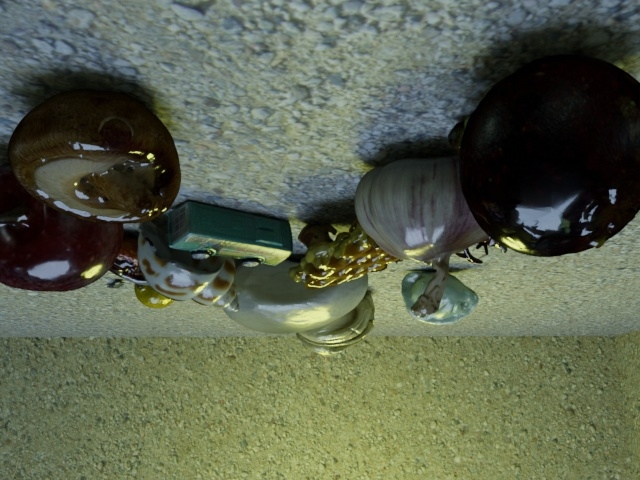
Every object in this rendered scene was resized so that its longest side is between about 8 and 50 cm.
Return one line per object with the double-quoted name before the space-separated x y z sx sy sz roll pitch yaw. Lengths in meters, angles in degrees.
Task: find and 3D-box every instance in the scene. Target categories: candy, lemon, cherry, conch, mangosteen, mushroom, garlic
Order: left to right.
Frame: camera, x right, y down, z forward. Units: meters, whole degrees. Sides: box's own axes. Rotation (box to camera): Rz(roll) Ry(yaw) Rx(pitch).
"cherry" -0.425 -0.020 1.024 0.230 0.203 0.300 -2 179 -2
"mushroom" -0.284 -0.112 0.838 0.194 0.138 0.231 12 155 5
"lemon" -0.444 0.130 1.758 0.109 0.109 0.133 -8 168 25
"conch" -0.272 0.062 1.370 0.275 0.182 0.148 25 122 -20
"candy" -0.083 0.159 1.766 0.386 0.186 0.427 -1 169 -16
"garlic" 0.174 -0.004 1.022 0.245 0.253 0.245 3 174 0
"mangosteen" 0.249 -0.109 0.768 0.231 0.231 0.289 10 -160 -35

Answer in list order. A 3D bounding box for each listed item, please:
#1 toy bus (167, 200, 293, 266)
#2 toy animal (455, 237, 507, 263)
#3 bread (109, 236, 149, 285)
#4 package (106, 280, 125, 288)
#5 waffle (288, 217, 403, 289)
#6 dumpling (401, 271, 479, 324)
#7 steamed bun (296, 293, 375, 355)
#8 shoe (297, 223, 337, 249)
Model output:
"toy bus" -0.173 -0.009 1.294 0.262 0.091 0.109 9 156 -39
"toy animal" 0.328 -0.046 1.231 0.260 0.087 0.243 -14 147 43
"bread" -0.429 0.029 1.438 0.139 0.095 0.269 -16 145 38
"package" -0.608 0.132 1.939 0.037 0.015 0.110 2 167 -29
"waffle" 0.093 0.020 1.307 0.325 0.068 0.302 -21 166 -8
"dumpling" 0.334 0.153 1.845 0.219 0.108 0.152 22 131 7
"steamed bun" 0.039 0.267 2.115 0.276 0.203 0.289 -2 164 6
"shoe" 0.002 -0.002 1.362 0.069 0.072 0.109 35 171 19
